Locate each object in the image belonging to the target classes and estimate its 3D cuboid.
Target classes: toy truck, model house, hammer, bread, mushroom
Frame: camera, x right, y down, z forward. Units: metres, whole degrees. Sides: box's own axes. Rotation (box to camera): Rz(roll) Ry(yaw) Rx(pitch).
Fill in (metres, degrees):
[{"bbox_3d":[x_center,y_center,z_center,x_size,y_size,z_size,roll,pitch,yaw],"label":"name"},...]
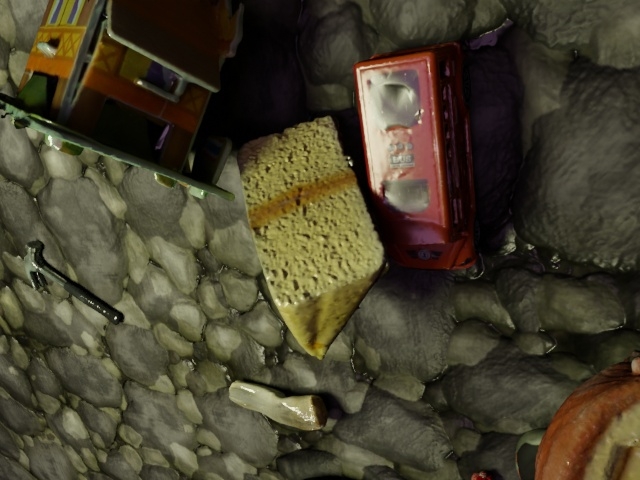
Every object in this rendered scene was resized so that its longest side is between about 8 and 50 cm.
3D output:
[{"bbox_3d":[0.106,-0.076,0.557,0.108,0.114,0.252,0,111,27],"label":"toy truck"},{"bbox_3d":[-0.229,-0.248,0.637,0.358,0.243,0.312,24,91,47],"label":"model house"},{"bbox_3d":[-0.497,0.102,1.026,0.246,0.029,0.103,31,123,12],"label":"hammer"},{"bbox_3d":[0.000,0.000,0.616,0.136,0.240,0.178,-19,144,2],"label":"bread"},{"bbox_3d":[-0.075,0.272,0.860,0.202,0.054,0.059,1,106,34],"label":"mushroom"},{"bbox_3d":[0.320,0.236,0.519,0.190,0.123,0.244,12,85,11],"label":"bread"}]

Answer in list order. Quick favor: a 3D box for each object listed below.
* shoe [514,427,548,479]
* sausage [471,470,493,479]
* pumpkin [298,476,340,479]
[{"bbox_3d":[0.312,0.369,0.632,0.114,0.137,0.290,-17,102,33],"label":"shoe"},{"bbox_3d":[0.234,0.384,0.746,0.034,0.034,0.129,9,116,25],"label":"sausage"},{"bbox_3d":[0.003,0.559,0.855,0.321,0.192,0.320,13,119,26],"label":"pumpkin"}]
